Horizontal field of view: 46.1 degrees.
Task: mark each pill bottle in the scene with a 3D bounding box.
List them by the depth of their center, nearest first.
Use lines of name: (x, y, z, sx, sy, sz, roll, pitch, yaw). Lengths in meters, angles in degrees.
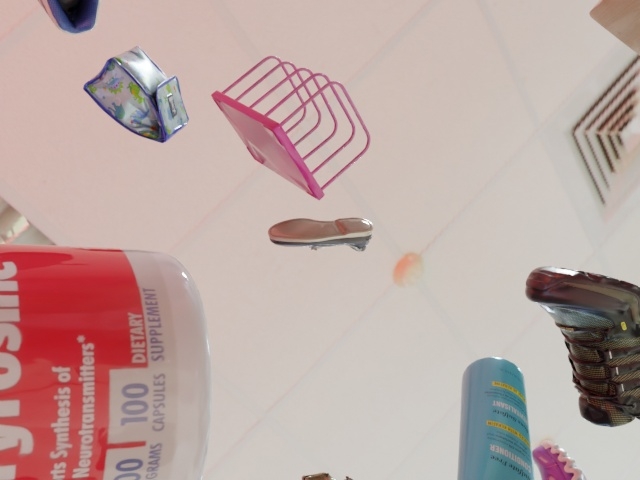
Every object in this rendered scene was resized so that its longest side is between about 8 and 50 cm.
pill bottle: (-0.303, 0.113, 0.543, 0.407, 0.229, 0.229, 2, -71, -29)

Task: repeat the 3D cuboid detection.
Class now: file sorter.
file sorter: (-0.058, -0.259, 1.619, 0.182, 0.290, 0.202, -42, -51, -10)

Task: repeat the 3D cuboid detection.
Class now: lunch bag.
lunch bag: (-0.286, -0.231, 1.223, 0.096, 0.129, 0.151, -38, -77, 20)

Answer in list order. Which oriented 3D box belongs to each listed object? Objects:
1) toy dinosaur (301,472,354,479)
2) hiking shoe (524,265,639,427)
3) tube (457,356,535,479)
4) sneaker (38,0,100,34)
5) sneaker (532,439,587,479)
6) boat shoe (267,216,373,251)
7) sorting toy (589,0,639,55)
toy dinosaur: (0.065, 0.295, 0.786, 0.183, 0.092, 0.053, 45, -113, 1)
hiking shoe: (0.261, 0.106, 0.668, 0.227, 0.086, 0.114, 31, -99, -22)
tube: (0.130, 0.171, 0.556, 0.080, 0.207, 0.052, 27, -58, -5)
sneaker: (-0.270, -0.373, 0.836, 0.111, 0.131, 0.296, -12, -39, -25)
sneaker: (0.310, 0.359, 0.924, 0.104, 0.236, 0.095, -33, -47, 9)
boat shoe: (0.000, 0.000, 1.441, 0.206, 0.075, 0.065, -4, -54, -16)
sorting toy: (0.520, -0.291, 0.971, 0.255, 0.257, 0.089, 37, -93, -1)
